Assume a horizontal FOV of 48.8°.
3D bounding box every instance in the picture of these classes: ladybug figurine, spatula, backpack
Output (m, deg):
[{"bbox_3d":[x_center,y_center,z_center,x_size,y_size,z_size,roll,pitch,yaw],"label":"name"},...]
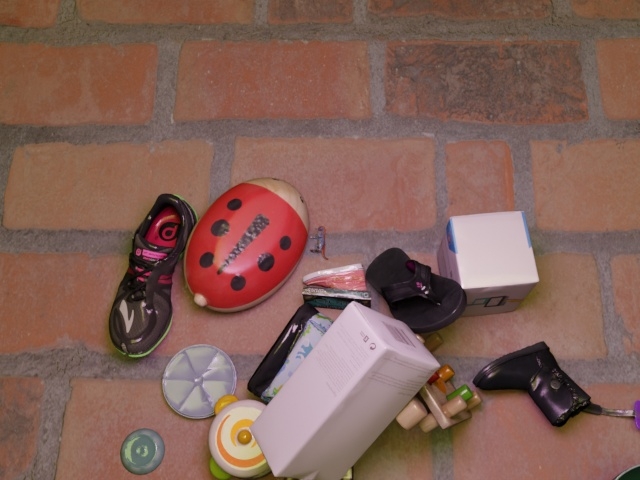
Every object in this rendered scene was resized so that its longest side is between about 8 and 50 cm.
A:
[{"bbox_3d":[-0.199,0.002,1.965,0.305,0.162,0.449,34,70,-2],"label":"ladybug figurine"},{"bbox_3d":[0.757,0.445,1.842,0.297,0.030,0.084,9,58,8],"label":"spatula"},{"bbox_3d":[0.029,0.366,1.809,0.356,0.273,0.290,35,85,-1],"label":"backpack"}]

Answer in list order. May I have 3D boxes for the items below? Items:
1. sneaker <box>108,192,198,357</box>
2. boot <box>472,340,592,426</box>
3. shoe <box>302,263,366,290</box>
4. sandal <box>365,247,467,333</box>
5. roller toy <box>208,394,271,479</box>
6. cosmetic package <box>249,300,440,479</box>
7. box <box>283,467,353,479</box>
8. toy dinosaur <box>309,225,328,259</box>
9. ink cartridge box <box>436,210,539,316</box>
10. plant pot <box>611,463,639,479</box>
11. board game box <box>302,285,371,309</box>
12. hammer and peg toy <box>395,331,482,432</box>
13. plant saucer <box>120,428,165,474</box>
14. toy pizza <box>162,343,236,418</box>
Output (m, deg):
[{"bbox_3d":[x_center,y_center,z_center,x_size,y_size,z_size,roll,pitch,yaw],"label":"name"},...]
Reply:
[{"bbox_3d":[-0.481,0.082,1.956,0.186,0.202,0.482,8,69,7],"label":"sneaker"},{"bbox_3d":[0.545,0.385,1.811,0.247,0.094,0.207,-18,53,-20],"label":"boot"},{"bbox_3d":[0.040,0.122,1.988,0.178,0.063,0.081,-12,79,6],"label":"shoe"},{"bbox_3d":[0.213,0.111,1.811,0.167,0.446,0.107,-45,115,-4],"label":"sandal"},{"bbox_3d":[-0.185,0.506,1.804,0.191,0.146,0.209,4,68,4],"label":"roller toy"},{"bbox_3d":[0.050,0.345,1.552,0.385,0.217,0.156,-50,46,13],"label":"cosmetic package"},{"bbox_3d":[-0.003,0.609,1.743,0.169,0.167,0.203,0,69,3],"label":"box"},{"bbox_3d":[0.000,0.000,2.064,0.090,0.047,0.082,42,63,-17],"label":"toy dinosaur"},{"bbox_3d":[0.433,0.070,1.879,0.197,0.270,0.198,-5,69,-1],"label":"ink cartridge box"},{"bbox_3d":[0.776,0.679,1.661,0.291,0.195,0.290,-1,69,2],"label":"plant pot"},{"bbox_3d":[0.046,0.162,1.939,0.186,0.126,0.026,4,69,5],"label":"board game box"},{"bbox_3d":[0.257,0.338,1.741,0.127,0.361,0.265,-38,68,15],"label":"hammer and peg toy"},{"bbox_3d":[-0.473,0.556,1.865,0.120,0.021,0.119,-1,68,3],"label":"plant saucer"},{"bbox_3d":[-0.328,0.383,1.921,0.202,0.032,0.201,-1,69,1],"label":"toy pizza"}]
